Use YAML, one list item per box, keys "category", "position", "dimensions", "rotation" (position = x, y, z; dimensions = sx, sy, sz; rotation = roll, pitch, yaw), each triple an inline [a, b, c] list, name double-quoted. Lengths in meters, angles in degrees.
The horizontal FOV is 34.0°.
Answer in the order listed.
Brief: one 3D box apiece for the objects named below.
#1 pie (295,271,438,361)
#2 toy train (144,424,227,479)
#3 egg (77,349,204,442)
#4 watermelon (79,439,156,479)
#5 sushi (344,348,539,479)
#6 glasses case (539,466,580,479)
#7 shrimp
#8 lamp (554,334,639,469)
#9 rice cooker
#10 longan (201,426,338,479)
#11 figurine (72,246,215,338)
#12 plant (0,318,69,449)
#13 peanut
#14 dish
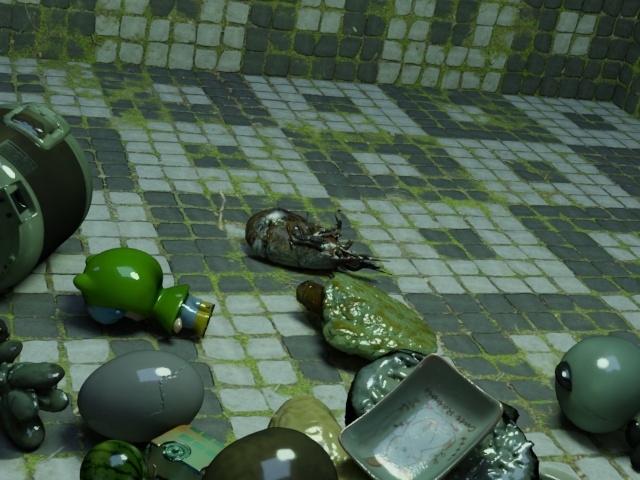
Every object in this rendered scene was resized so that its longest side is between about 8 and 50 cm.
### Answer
- category: "pie"
  position: [0.105, 0.157, 2.072]
  dimensions: [0.257, 0.105, 0.274]
  rotation: [8, 24, -28]
- category: "toy train"
  position: [-0.179, 0.348, 1.583]
  dimensions: [0.188, 0.072, 0.099]
  rotation: [25, 29, 28]
- category: "egg"
  position: [-0.284, 0.248, 1.663]
  dimensions: [0.199, 0.146, 0.146]
  rotation: [-11, 30, -11]
- category: "watermelon"
  position: [-0.296, 0.342, 1.523]
  dimensions: [0.109, 0.109, 0.109]
  rotation: [9, 25, -4]
- category: "sushi"
  position: [0.187, 0.327, 1.651]
  dimensions: [0.350, 0.170, 0.211]
  rotation: [33, 59, 31]
- category: "glasses case"
  position: [0.409, 0.406, 1.762]
  dimensions: [0.083, 0.021, 0.032]
  rotation: [22, 28, 22]
- category: "shrimp"
  position: [-0.002, 0.007, 2.327]
  dimensions: [0.343, 0.116, 0.145]
  rotation: [16, 40, 9]
- category: "lamp"
  position: [0.543, 0.286, 1.910]
  dimensions: [0.244, 0.197, 0.198]
  rotation: [47, 37, 16]
- category: "rice cooker"
  position: [-0.629, -0.096, 2.036]
  dimensions: [0.335, 0.335, 0.325]
  rotation: [15, 27, 8]
- category: "longan"
  position: [-0.075, 0.357, 1.420]
  dimensions: [0.198, 0.212, 0.198]
  rotation: [24, -1, 0]
- category: "figurine"
  position: [-0.330, 0.102, 1.978]
  dimensions: [0.263, 0.143, 0.162]
  rotation: [21, 30, -4]
- category: "plant"
  position: [-0.517, 0.207, 1.651]
  dimensions: [0.275, 0.146, 0.149]
  rotation: [25, 26, 27]
- category: "peanut"
  position: [-0.001, 0.351, 1.578]
  dimensions: [0.148, 0.147, 0.319]
  rotation: [-1, 30, -24]
- category: "dish"
  position: [0.148, 0.284, 1.531]
  dimensions: [0.212, 0.077, 0.151]
  rotation: [-38, 57, -23]
